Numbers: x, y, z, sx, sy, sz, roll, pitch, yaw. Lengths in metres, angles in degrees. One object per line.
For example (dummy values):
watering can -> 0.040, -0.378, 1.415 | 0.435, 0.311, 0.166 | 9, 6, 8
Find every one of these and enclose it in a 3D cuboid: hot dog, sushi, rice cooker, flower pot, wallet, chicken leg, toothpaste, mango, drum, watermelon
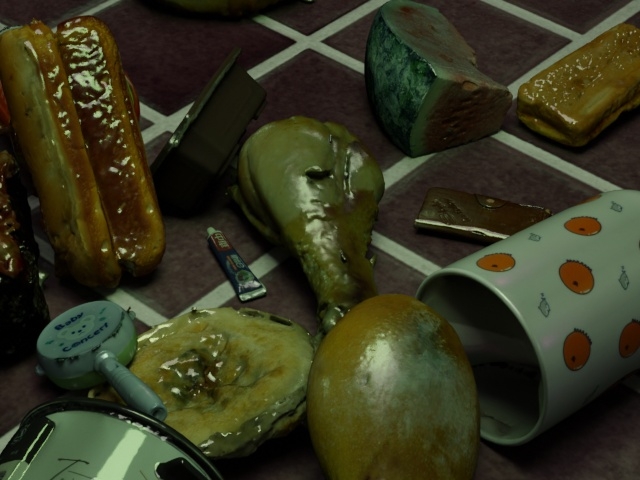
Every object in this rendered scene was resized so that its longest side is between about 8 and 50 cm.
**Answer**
hot dog -> -0.300, -0.110, 1.899 | 0.158, 0.349, 0.117 | -16, -2, -36
sushi -> -0.423, -0.007, 1.829 | 0.196, 0.182, 0.343 | -5, 42, -20
rice cooker -> -0.210, 0.278, 1.445 | 0.241, 0.280, 0.227 | 44, 44, -15
flower pot -> -0.150, -0.136, 2.037 | 0.084, 0.179, 0.251 | 35, 41, -5
wallet -> 0.219, -0.028, 2.021 | 0.176, 0.026, 0.095 | 12, 37, 10
chicken leg -> 0.000, 0.000, 1.898 | 0.201, 0.152, 0.429 | -15, 48, -3
toothpaste -> -0.112, 0.027, 1.934 | 0.037, 0.021, 0.140 | -17, 46, -21
mango -> 0.078, 0.204, 1.610 | 0.193, 0.146, 0.316 | 14, 56, -18
drum -> -0.251, 0.149, 1.695 | 0.130, 0.049, 0.253 | -24, 30, -4
watermelon -> 0.161, -0.229, 2.214 | 0.226, 0.148, 0.318 | 22, 25, -5

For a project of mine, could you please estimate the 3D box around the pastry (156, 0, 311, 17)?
pastry -> -0.165, -0.478, 2.460 | 0.330, 0.136, 0.329 | 1, 40, -1

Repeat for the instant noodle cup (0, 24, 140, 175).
instant noodle cup -> -0.374, -0.202, 2.084 | 0.193, 0.193, 0.212 | -19, 36, -25

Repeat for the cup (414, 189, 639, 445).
cup -> 0.291, 0.072, 1.754 | 0.317, 0.212, 0.212 | -26, 47, -32

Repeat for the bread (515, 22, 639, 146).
bread -> 0.411, -0.224, 2.236 | 0.139, 0.077, 0.271 | 34, 49, 27

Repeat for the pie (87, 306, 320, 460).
pie -> -0.127, 0.163, 1.715 | 0.274, 0.055, 0.274 | -8, 34, 5
